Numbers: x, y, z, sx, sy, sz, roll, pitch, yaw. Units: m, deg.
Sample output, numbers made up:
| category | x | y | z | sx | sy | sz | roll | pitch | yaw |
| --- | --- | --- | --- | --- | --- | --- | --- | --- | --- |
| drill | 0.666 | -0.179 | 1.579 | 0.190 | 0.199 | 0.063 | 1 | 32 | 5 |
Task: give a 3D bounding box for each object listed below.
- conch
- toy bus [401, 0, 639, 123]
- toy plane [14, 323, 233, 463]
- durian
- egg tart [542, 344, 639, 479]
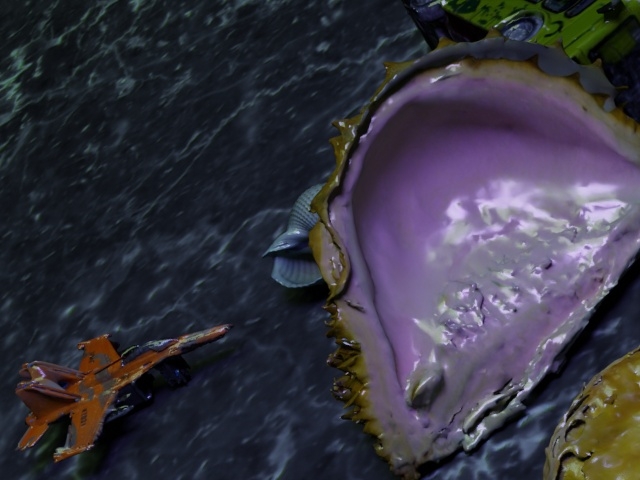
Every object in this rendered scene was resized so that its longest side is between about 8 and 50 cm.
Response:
| category | x | y | z | sx | sy | sz | roll | pitch | yaw |
| --- | --- | --- | --- | --- | --- | --- | --- | --- | --- |
| conch | 0.003 | 0.000 | 1.383 | 0.085 | 0.057 | 0.076 | -49 | 47 | 20 |
| toy bus | 0.166 | -0.166 | 1.385 | 0.139 | 0.113 | 0.302 | -38 | 30 | -7 |
| toy plane | -0.146 | 0.107 | 1.404 | 0.188 | 0.062 | 0.135 | -15 | 36 | 10 |
| durian | 0.090 | -0.027 | 1.206 | 0.305 | 0.195 | 0.185 | -42 | 25 | -2 |
| egg tart | 0.227 | 0.121 | 0.960 | 0.234 | 0.094 | 0.234 | -28 | 30 | 18 |
